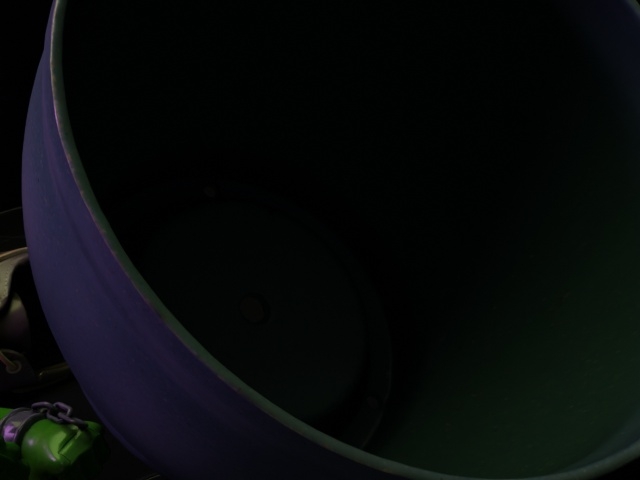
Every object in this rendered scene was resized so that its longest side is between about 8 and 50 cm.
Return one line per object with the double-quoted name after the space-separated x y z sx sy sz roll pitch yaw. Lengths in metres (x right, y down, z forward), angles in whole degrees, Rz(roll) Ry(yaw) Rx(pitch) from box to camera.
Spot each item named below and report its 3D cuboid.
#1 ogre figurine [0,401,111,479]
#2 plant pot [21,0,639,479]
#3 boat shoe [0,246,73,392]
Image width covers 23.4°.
-0.201 0.127 0.670 0.118 0.097 0.197 15 61 50 "ogre figurine"
0.000 0.000 0.659 0.293 0.293 0.196 -20 -17 -35 "plant pot"
-0.228 0.058 1.112 0.305 0.109 0.091 -15 2 -37 "boat shoe"
